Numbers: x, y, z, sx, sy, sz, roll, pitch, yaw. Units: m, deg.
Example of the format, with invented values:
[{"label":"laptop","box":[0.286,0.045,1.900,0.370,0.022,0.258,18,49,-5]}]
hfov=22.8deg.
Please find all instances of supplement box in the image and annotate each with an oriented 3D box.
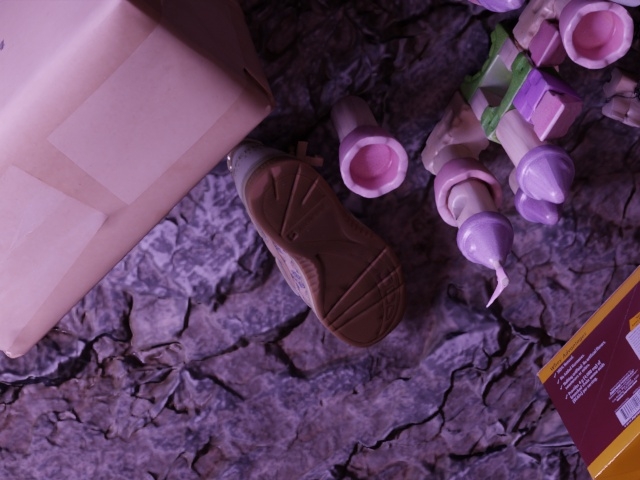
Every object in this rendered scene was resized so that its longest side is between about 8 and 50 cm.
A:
[{"label":"supplement box","box":[0.371,0.164,1.738,0.129,0.194,0.191,31,110,-27]}]

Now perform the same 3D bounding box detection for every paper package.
[{"label":"paper package","box":[-0.227,-0.119,1.363,0.325,0.309,0.168,-44,122,15]}]

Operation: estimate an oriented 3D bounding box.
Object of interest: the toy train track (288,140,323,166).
[{"label":"toy train track","box":[-0.039,-0.086,1.602,0.083,0.014,0.048,5,130,-9]}]

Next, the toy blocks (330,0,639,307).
[{"label":"toy blocks","box":[0.211,-0.112,1.496,0.309,0.260,0.288,21,114,-23]}]

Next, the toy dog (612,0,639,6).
[{"label":"toy dog","box":[0.276,-0.278,1.350,0.334,0.220,0.161,16,118,-27]}]

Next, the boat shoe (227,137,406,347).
[{"label":"boat shoe","box":[0.000,0.000,1.625,0.104,0.089,0.285,-38,130,-6]}]
